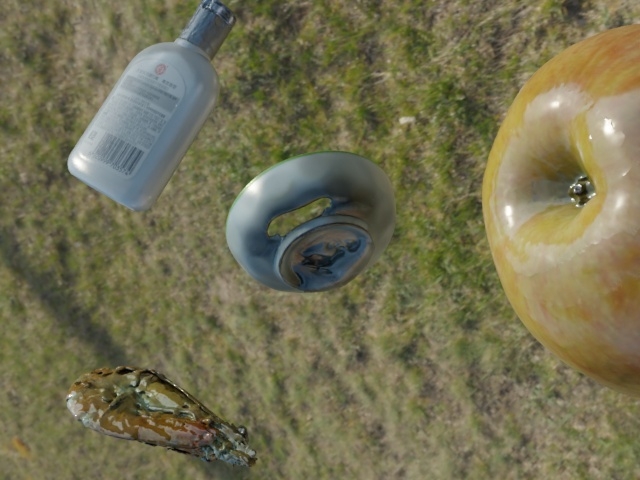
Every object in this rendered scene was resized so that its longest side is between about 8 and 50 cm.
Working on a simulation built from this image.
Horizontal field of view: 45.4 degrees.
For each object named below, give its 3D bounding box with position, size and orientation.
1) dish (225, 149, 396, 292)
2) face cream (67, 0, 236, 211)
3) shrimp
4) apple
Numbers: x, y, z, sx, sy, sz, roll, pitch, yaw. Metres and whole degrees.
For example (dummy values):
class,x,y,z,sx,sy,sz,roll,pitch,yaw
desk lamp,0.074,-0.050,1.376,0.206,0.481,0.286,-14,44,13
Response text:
class,x,y,z,sx,sy,sz,roll,pitch,yaw
dish,0.000,0.000,1.379,0.324,0.324,0.124,108,151,-42
face cream,-0.207,-0.185,0.998,0.144,0.291,0.071,26,172,21
shrimp,-0.128,0.148,0.624,0.184,0.091,0.043,16,110,21
apple,0.357,-0.030,0.780,0.391,0.347,0.391,-178,90,-69
